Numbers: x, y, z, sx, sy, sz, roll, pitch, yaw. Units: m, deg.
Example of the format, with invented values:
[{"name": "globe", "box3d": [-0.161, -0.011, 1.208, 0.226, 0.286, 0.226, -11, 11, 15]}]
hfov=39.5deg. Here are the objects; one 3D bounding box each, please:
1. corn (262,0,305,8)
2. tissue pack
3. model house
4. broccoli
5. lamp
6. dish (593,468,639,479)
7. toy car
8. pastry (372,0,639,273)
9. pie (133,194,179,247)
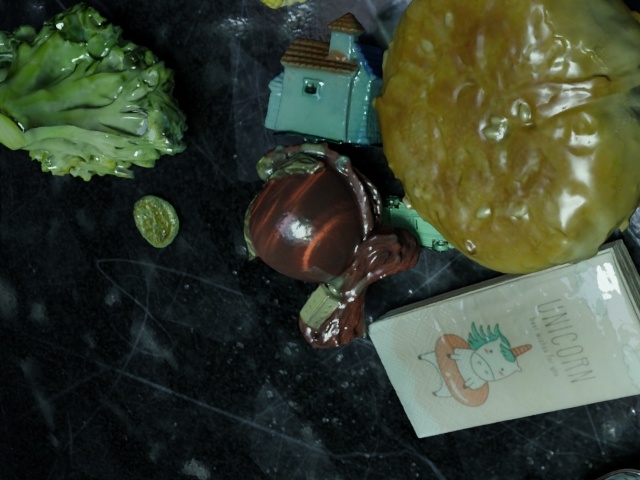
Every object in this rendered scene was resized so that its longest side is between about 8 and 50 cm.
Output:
[{"name": "corn", "box3d": [-0.065, -0.384, 1.002, 0.093, 0.093, 0.244, -13, 99, 34]}, {"name": "tissue pack", "box3d": [0.229, 0.125, 1.055, 0.325, 0.071, 0.170, -21, 96, 35]}, {"name": "model house", "box3d": [0.020, -0.189, 1.031, 0.148, 0.119, 0.148, 16, 107, 26]}, {"name": "broccoli", "box3d": [-0.333, -0.167, 1.157, 0.288, 0.245, 0.247, -5, 116, 37]}, {"name": "lamp", "box3d": [-0.009, 0.000, 1.071, 0.223, 0.151, 0.215, 52, 126, 24]}, {"name": "dish", "box3d": [0.383, 0.341, 1.058, 0.191, 0.066, 0.190, 13, 115, 29]}, {"name": "toy car", "box3d": [0.118, -0.022, 1.081, 0.122, 0.035, 0.059, 10, 115, 39]}, {"name": "pastry", "box3d": [0.204, -0.131, 0.891, 0.285, 0.184, 0.315, -19, 89, 43]}, {"name": "pie", "box3d": [-0.237, -0.030, 1.295, 0.084, 0.021, 0.084, 15, 119, 29]}]
